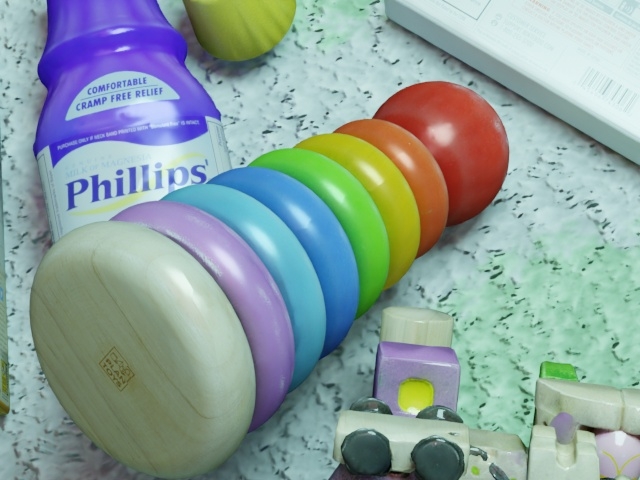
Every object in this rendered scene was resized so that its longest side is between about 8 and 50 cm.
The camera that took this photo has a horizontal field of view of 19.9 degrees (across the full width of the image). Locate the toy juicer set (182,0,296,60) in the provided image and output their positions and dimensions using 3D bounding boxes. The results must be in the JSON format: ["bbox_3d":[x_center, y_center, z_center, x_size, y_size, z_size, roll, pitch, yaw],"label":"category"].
[{"bbox_3d":[0.010,-0.278,1.188,0.329,0.089,0.209,-39,60,-2],"label":"toy juicer set"}]

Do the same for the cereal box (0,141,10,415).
[{"bbox_3d":[-0.284,-0.003,1.132,0.173,0.047,0.240,-6,72,4],"label":"cereal box"}]

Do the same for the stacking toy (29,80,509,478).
[{"bbox_3d":[0.000,0.000,1.019,0.141,0.141,0.330,44,45,15],"label":"stacking toy"}]

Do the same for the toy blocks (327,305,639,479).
[{"bbox_3d":[0.135,0.197,0.926,0.289,0.309,0.260,7,99,4],"label":"toy blocks"}]

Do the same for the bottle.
[{"bbox_3d":[-0.113,-0.047,1.112,0.118,0.092,0.282,-10,72,-6],"label":"bottle"}]

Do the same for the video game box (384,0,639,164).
[{"bbox_3d":[0.174,-0.172,1.158,0.205,0.048,0.187,33,79,12],"label":"video game box"}]
